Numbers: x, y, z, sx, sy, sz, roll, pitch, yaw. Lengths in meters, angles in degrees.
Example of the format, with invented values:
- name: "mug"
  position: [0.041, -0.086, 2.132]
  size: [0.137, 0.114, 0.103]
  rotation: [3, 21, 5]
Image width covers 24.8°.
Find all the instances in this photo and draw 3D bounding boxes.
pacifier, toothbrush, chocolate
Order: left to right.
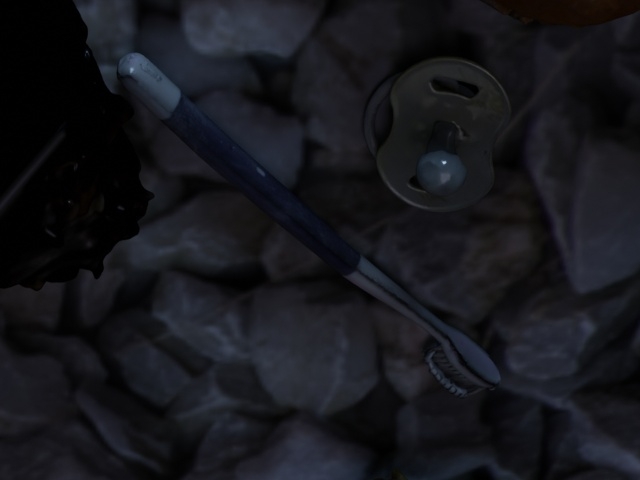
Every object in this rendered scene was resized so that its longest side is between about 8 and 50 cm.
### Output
- name: "chocolate"
  position: [-0.126, -0.027, 0.623]
  size: [0.156, 0.156, 0.133]
  rotation: [-35, 142, 11]
- name: "toothbrush"
  position: [0.000, 0.000, 0.729]
  size: [0.026, 0.024, 0.288]
  rotation: [-31, 127, 25]
- name: "pacifier"
  position: [0.053, -0.044, 0.685]
  size: [0.068, 0.064, 0.083]
  rotation: [12, 121, 0]

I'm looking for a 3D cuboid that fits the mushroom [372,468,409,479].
- name: "mushroom"
  position: [0.053, 0.374, 0.832]
  size: [0.356, 0.334, 0.331]
  rotation: [-33, 126, 22]

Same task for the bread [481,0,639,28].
- name: "bread"
  position: [0.102, -0.183, 0.576]
  size: [0.199, 0.104, 0.199]
  rotation: [-7, 124, -11]
